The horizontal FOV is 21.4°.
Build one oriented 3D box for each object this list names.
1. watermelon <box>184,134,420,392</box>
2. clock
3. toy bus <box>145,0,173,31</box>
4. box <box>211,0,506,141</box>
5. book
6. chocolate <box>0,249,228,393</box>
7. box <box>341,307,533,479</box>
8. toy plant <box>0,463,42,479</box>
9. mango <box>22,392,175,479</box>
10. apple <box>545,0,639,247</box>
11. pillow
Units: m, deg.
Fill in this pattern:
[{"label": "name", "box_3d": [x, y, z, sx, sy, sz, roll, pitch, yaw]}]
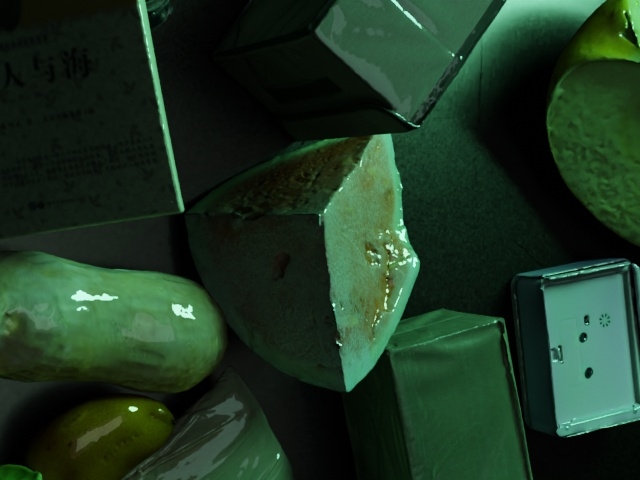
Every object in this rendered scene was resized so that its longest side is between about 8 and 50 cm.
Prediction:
[{"label": "watermelon", "box_3d": [0.000, 0.000, 1.783, 0.256, 0.176, 0.260, 39, 40, 6]}, {"label": "clock", "box_3d": [0.310, 0.124, 2.008, 0.145, 0.073, 0.193, -9, 96, -27]}, {"label": "toy bus", "box_3d": [-0.204, -0.359, 1.682, 0.152, 0.144, 0.330, 8, 87, -6]}, {"label": "box", "box_3d": [0.031, -0.220, 1.750, 0.153, 0.252, 0.188, 41, 75, -21]}, {"label": "book", "box_3d": [-0.285, -0.196, 1.618, 0.269, 0.032, 0.389, -9, 98, 18]}, {"label": "chocolate", "box_3d": [-0.234, 0.081, 1.693, 0.309, 0.134, 0.134, 7, 88, -32]}, {"label": "box", "box_3d": [0.124, 0.205, 1.871, 0.149, 0.155, 0.231, -14, 99, -24]}, {"label": "toy plant", "box_3d": [-0.310, 0.393, 1.648, 0.224, 0.184, 0.316, -32, 116, -38]}, {"label": "mango", "box_3d": [-0.231, 0.202, 1.714, 0.159, 0.084, 0.105, -38, 137, -17]}, {"label": "apple", "box_3d": [0.400, -0.128, 1.990, 0.254, 0.179, 0.346, -42, 111, -7]}, {"label": "pillow", "box_3d": [-0.139, 0.283, 1.782, 0.270, 0.067, 0.173, -44, 114, -18]}]
